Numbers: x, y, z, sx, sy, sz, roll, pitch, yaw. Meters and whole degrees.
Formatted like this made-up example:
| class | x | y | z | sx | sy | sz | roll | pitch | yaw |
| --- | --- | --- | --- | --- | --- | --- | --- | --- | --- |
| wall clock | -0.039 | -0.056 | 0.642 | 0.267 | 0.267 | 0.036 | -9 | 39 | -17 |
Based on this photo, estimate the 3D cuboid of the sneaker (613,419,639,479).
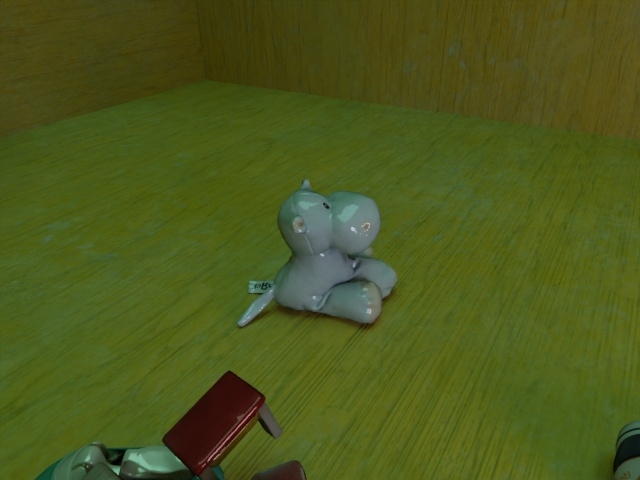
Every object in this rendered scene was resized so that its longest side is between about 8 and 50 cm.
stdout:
| class | x | y | z | sx | sy | sz | roll | pitch | yaw |
| --- | --- | --- | --- | --- | --- | --- | --- | --- | --- |
| sneaker | 0.479 | 0.300 | 0.495 | 0.321 | 0.126 | 0.127 | 7 | 25 | 35 |

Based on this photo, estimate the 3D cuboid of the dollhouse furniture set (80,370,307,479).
| class | x | y | z | sx | sy | sz | roll | pitch | yaw |
| --- | --- | --- | --- | --- | --- | --- | --- | --- | --- |
| dollhouse furniture set | -0.154 | 0.288 | 0.414 | 0.201 | 0.152 | 0.374 | 23 | 55 | 36 |

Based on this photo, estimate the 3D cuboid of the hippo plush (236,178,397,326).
| class | x | y | z | sx | sy | sz | roll | pitch | yaw |
| --- | --- | --- | --- | --- | --- | --- | --- | --- | --- |
| hippo plush | 0.000 | 0.000 | 0.907 | 0.294 | 0.237 | 0.234 | 1 | 31 | 3 |

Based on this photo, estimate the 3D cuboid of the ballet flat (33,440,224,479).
| class | x | y | z | sx | sy | sz | roll | pitch | yaw |
| --- | --- | --- | --- | --- | --- | --- | --- | --- | --- |
| ballet flat | -0.242 | 0.278 | 0.591 | 0.247 | 0.087 | 0.083 | -2 | 31 | 0 |
